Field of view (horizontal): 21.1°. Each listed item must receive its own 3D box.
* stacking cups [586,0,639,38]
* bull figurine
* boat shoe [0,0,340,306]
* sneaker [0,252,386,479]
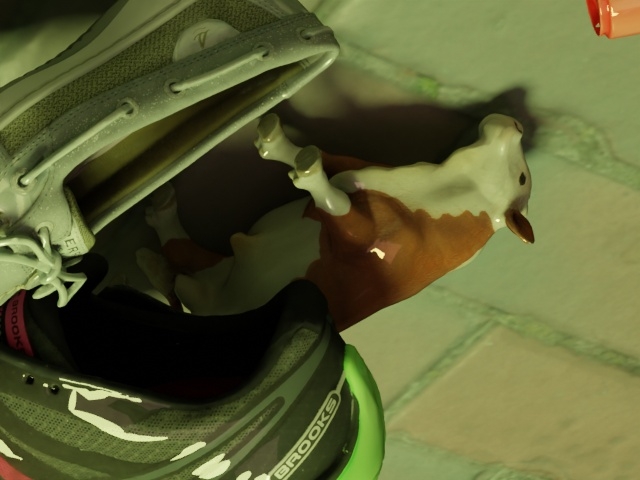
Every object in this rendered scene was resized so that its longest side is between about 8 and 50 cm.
[{"bbox_3d":[0.325,-0.189,1.094,0.316,0.096,0.096,-10,140,5],"label":"stacking cups"},{"bbox_3d":[0.000,0.000,1.210,0.310,0.101,0.188,-36,131,24],"label":"bull figurine"},{"bbox_3d":[-0.129,-0.046,1.006,0.320,0.103,0.118,-44,163,-19],"label":"boat shoe"},{"bbox_3d":[-0.202,0.106,1.149,0.483,0.185,0.202,-7,117,1],"label":"sneaker"}]
